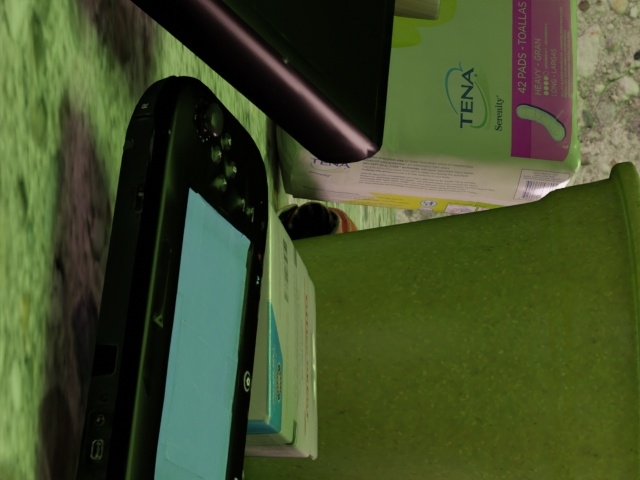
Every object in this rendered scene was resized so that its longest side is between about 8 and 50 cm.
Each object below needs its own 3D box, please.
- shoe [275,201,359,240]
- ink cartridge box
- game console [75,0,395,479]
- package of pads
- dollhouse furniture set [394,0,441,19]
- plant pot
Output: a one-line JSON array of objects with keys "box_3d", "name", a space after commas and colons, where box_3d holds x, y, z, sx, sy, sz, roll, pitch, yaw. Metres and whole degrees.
[{"box_3d": [0.000, 0.000, 1.168, 0.178, 0.063, 0.081, -73, 166, -60], "name": "shoe"}, {"box_3d": [-0.041, 0.053, 0.764, 0.180, 0.060, 0.104, 66, 22, -74], "name": "ink cartridge box"}, {"box_3d": [-0.037, -0.028, 0.612, 0.213, 0.044, 0.361, 36, 55, -56], "name": "game console"}, {"box_3d": [0.085, -0.165, 1.218, 0.101, 0.229, 0.297, 101, -6, -62], "name": "package of pads"}, {"box_3d": [0.078, -0.220, 1.039, 0.303, 0.286, 0.198, 63, 40, -83], "name": "dollhouse furniture set"}, {"box_3d": [0.080, 0.089, 1.001, 0.276, 0.253, 0.276, -1, 90, -85], "name": "plant pot"}]
